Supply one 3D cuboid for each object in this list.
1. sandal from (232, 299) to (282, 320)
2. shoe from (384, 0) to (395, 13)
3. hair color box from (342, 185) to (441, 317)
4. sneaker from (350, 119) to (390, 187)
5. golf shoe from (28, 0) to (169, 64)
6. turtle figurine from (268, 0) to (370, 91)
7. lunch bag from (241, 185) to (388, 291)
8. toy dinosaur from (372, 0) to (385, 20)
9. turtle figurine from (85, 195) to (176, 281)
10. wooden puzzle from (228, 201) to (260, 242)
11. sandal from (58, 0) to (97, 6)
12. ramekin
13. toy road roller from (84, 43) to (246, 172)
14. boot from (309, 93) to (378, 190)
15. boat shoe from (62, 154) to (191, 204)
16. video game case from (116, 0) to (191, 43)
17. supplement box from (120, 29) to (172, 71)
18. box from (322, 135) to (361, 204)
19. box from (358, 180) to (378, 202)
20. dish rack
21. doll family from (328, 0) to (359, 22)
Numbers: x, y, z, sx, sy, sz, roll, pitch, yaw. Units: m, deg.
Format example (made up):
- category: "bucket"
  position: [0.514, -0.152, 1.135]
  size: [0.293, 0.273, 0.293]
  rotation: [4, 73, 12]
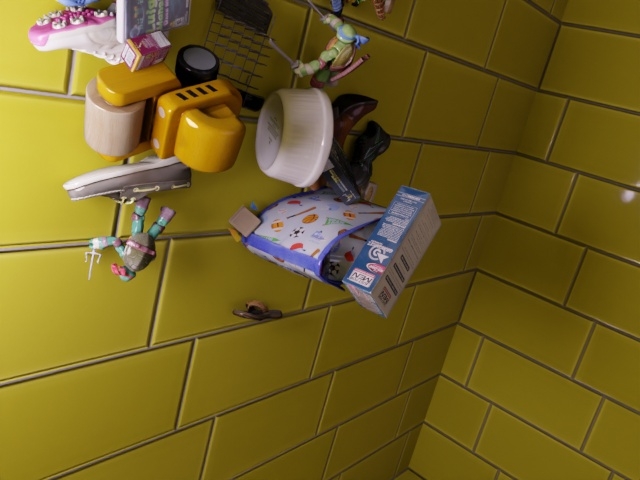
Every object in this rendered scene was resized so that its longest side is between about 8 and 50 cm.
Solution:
- category: "sandal"
  position: [-0.198, 0.221, 1.953]
  size: [0.219, 0.090, 0.060]
  rotation: [8, 88, -53]
- category: "shoe"
  position: [0.216, -0.810, 1.870]
  size: [0.076, 0.058, 0.219]
  rotation: [-71, 171, -60]
- category: "hair color box"
  position: [0.215, 0.031, 1.783]
  size: [0.347, 0.105, 0.174]
  rotation: [-57, 145, -17]
- category: "sneaker"
  position: [0.139, -0.290, 2.077]
  size: [0.267, 0.101, 0.106]
  rotation: [-60, 136, -22]
- category: "golf shoe"
  position: [-0.424, -0.404, 1.227]
  size: [0.306, 0.115, 0.140]
  rotation: [-31, 137, -38]
- category: "turtle figurine"
  position: [-0.014, -0.518, 1.672]
  size: [0.266, 0.275, 0.197]
  rotation: [110, -21, -63]
- category: "lunch bag"
  position: [0.000, 0.000, 1.860]
  size: [0.385, 0.328, 0.238]
  rotation: [-18, 120, -48]
- category: "toy dinosaur"
  position: [0.197, -0.814, 1.748]
  size: [0.164, 0.218, 0.322]
  rotation: [-92, -172, -47]
- category: "turtle figurine"
  position: [-0.445, 0.013, 1.469]
  size: [0.175, 0.118, 0.234]
  rotation: [38, 75, -55]
- category: "wooden puzzle"
  position: [-0.221, -0.054, 1.772]
  size: [0.116, 0.078, 0.014]
  rotation: [-42, -176, -21]
- category: "sandal"
  position: [-0.378, -0.546, 1.172]
  size: [0.317, 0.138, 0.126]
  rotation: [-43, 143, -25]
- category: "ramekin"
  position: [-0.080, -0.281, 1.636]
  size: [0.127, 0.273, 0.272]
  rotation: [4, 110, -25]
- category: "toy road roller"
  position: [-0.311, -0.252, 1.310]
  size: [0.330, 0.240, 0.202]
  rotation: [-28, 160, -36]
- category: "boot"
  position: [0.076, -0.314, 1.960]
  size: [0.264, 0.096, 0.280]
  rotation: [-31, 135, -39]
- category: "boat shoe"
  position: [-0.422, -0.131, 1.382]
  size: [0.305, 0.109, 0.091]
  rotation: [-23, 113, -41]
- category: "video game case"
  position: [-0.314, -0.485, 1.171]
  size: [0.173, 0.022, 0.190]
  rotation: [-36, 156, -40]
- category: "supplement box"
  position: [-0.345, -0.377, 1.212]
  size: [0.083, 0.043, 0.055]
  rotation: [-35, 179, -38]
- category: "box"
  position: [0.032, -0.237, 1.783]
  size: [0.059, 0.183, 0.232]
  rotation: [-24, 144, 14]
- category: "box"
  position: [0.117, -0.064, 2.202]
  size: [0.067, 0.063, 0.324]
  rotation: [6, 107, -53]
- category: "dish rack"
  position: [-0.198, -0.476, 1.511]
  size: [0.208, 0.074, 0.271]
  rotation: [7, 105, -55]
- category: "doll family"
  position: [0.071, -0.695, 1.733]
  size: [0.193, 0.076, 0.111]
  rotation: [-41, 144, -23]
